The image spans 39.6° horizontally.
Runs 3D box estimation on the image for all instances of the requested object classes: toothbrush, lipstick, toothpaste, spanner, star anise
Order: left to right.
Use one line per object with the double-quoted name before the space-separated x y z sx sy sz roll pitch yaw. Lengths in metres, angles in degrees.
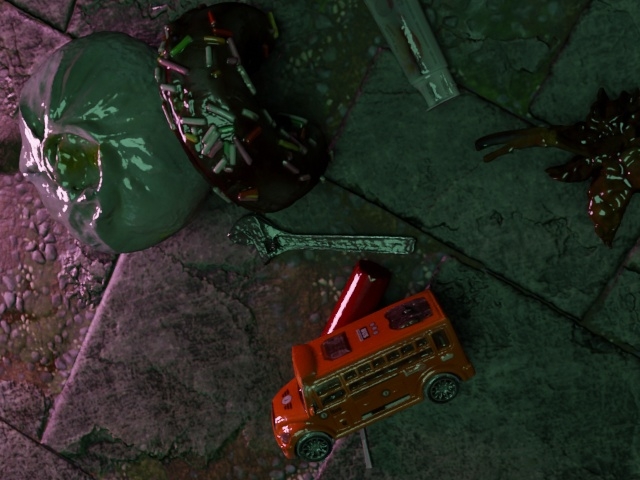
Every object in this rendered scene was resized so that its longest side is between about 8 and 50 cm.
"spanner" 0.000 0.000 1.490 0.325 0.026 0.093 2 103 14
"lipstick" 0.036 0.166 1.495 0.073 0.073 0.280 26 110 8
"toothbrush" 0.070 0.305 1.549 0.017 0.014 0.194 -5 102 16
"toothpaste" 0.115 -0.352 1.351 0.100 0.066 0.323 -26 91 25
"star anise" 0.392 -0.109 1.281 0.346 0.148 0.237 14 110 -6

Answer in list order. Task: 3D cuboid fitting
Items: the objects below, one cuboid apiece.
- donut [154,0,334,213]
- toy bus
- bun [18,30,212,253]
"donut" -0.120 -0.205 1.347 0.136 0.259 0.345 -23 96 26
"toy bus" 0.063 0.211 1.405 0.329 0.143 0.153 -25 117 3
"bun" -0.341 -0.151 1.429 0.362 0.211 0.362 11 111 29
